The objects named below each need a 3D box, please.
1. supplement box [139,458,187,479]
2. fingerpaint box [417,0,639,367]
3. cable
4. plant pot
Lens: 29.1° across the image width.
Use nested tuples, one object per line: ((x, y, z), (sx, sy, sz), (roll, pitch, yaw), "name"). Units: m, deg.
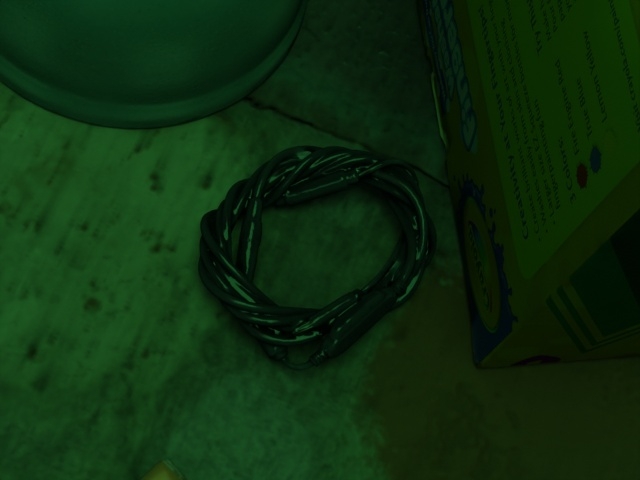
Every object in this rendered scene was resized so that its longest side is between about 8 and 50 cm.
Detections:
((-0.158, 0.247, 0.765), (0.078, 0.080, 0.233), (45, 65, 9), "supplement box")
((0.198, -0.178, 0.848), (0.163, 0.371, 0.444), (-2, 68, -12), "fingerpaint box")
((0.000, 0.000, 0.920), (0.150, 0.047, 0.184), (43, 69, 13), "cable")
((-0.136, -0.256, 0.911), (0.293, 0.196, 0.293), (4, 68, -10), "plant pot")
